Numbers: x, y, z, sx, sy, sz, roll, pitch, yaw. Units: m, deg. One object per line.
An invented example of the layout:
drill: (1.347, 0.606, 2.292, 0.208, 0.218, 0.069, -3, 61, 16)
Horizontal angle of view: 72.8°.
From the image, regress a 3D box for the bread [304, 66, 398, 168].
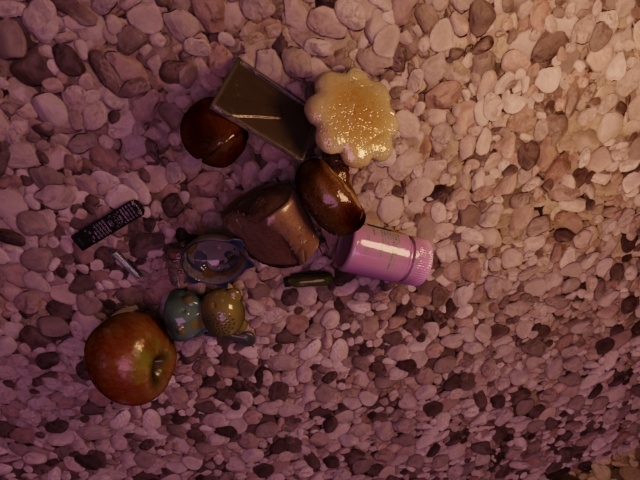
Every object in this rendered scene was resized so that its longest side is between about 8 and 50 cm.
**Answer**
bread: (0.099, -0.360, 1.250, 0.316, 0.054, 0.315, 6, 76, -25)

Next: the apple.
apple: (-0.640, 0.390, 1.453, 0.250, 0.277, 0.308, 5, 98, 15)

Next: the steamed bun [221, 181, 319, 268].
steamed bun: (-0.140, -0.057, 1.339, 0.199, 0.301, 0.251, -54, 127, -25)

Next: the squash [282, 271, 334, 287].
squash: (-0.042, 0.140, 1.545, 0.184, 0.052, 0.052, -2, 114, -4)

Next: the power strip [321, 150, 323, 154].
power strip: (0.044, -0.297, 1.379, 0.090, 0.016, 0.040, -42, 112, 10)

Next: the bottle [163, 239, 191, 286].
bottle: (-0.460, 0.070, 1.424, 0.099, 0.099, 0.152, -5, 117, -6)

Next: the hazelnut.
hazelnut: (-0.294, -0.298, 1.225, 0.208, 0.208, 0.208, -3, 114, -7)

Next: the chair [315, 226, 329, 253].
chair: (0.000, 0.000, 1.498, 0.037, 0.042, 0.086, -23, 79, 1)

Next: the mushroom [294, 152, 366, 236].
mushroom: (0.027, -0.142, 1.300, 0.163, 0.297, 0.278, -20, 75, 14)

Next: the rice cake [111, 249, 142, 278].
rice cake: (-0.644, 0.081, 1.443, 0.022, 0.021, 0.121, -32, 112, 12)

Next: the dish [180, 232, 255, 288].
dish: (-0.333, 0.051, 1.394, 0.237, 0.086, 0.227, -18, 133, 8)

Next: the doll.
doll: (-0.387, 0.250, 1.480, 0.261, 0.161, 0.176, -7, 113, -3)

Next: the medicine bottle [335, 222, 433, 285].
medicine bottle: (0.213, 0.046, 1.469, 0.291, 0.178, 0.178, 12, 111, -14)

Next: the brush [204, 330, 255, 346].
brush: (-0.372, 0.345, 1.603, 0.266, 0.027, 0.062, 12, 111, -9)

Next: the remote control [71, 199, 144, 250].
remote control: (-0.675, -0.050, 1.377, 0.245, 0.025, 0.063, -29, 114, 5)

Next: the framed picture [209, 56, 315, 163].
framed picture: (-0.145, -0.371, 1.233, 0.289, 0.213, 0.016, 29, 147, -19)
